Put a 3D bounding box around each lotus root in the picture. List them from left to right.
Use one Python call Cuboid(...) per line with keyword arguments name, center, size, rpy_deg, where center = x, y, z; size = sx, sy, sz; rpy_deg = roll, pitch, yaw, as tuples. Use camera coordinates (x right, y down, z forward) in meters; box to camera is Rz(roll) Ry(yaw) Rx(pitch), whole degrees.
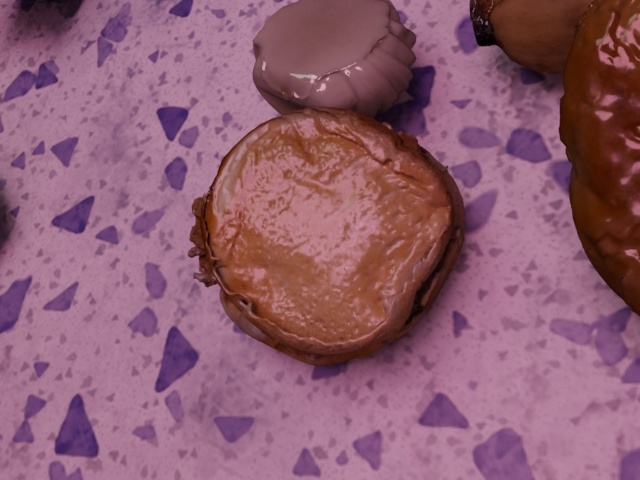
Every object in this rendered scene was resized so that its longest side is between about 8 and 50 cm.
Cuboid(name="lotus root", center=(0.276, -0.239, 0.793), size=(0.257, 0.140, 0.154), rpy_deg=(-8, 54, 25))

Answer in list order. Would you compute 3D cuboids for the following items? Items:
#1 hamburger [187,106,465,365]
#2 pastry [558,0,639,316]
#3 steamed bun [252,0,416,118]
Cuboid(name="hamburger", center=(0.000, 0.000, 0.802), size=(0.286, 0.146, 0.243), rpy_deg=(-16, 69, 8))
Cuboid(name="pastry", center=(0.326, -0.081, 0.675), size=(0.255, 0.162, 0.310), rpy_deg=(-3, 91, 12))
Cuboid(name="steamed bun", center=(0.019, -0.189, 0.892), size=(0.183, 0.106, 0.183), rpy_deg=(-9, 51, 11))
